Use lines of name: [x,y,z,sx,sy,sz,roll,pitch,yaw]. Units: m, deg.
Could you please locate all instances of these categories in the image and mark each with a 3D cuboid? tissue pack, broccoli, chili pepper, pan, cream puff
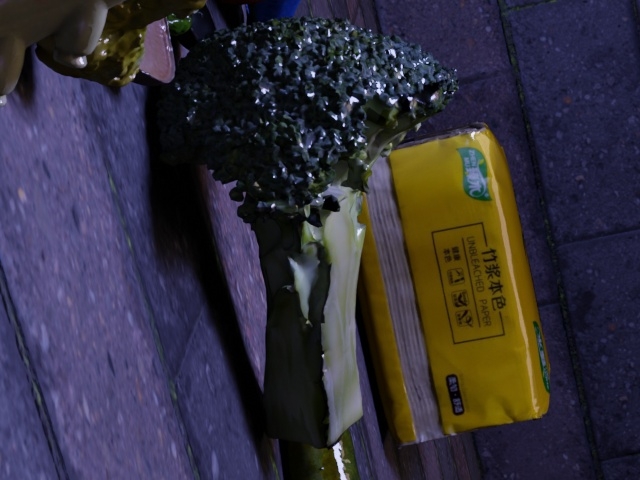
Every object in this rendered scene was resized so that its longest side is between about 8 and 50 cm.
tissue pack: [0.164,0.047,2.192,0.293,0.228,0.382,-50,129,-82]
broccoli: [-0.002,-0.014,1.316,0.361,0.221,0.252,85,7,-49]
chili pepper: [-0.124,-0.184,1.261,0.030,0.034,0.091,47,-7,33]
pan: [-0.117,-0.196,1.324,0.068,0.023,0.115,-90,155,-53]
cream puff: [-0.119,-0.163,0.909,0.121,0.156,0.156,35,33,-30]

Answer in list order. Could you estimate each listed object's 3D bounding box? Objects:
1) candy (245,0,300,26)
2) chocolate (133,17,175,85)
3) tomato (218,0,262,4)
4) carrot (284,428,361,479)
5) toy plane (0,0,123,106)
candy: [-0.048,-0.300,1.565,0.331,0.077,0.187,123,-41,-74]
chocolate: [-0.132,-0.150,1.126,0.064,0.031,0.100,21,52,-59]
tomato: [-0.063,-0.309,1.281,0.260,0.180,0.259,-19,90,-78]
carrot: [0.009,0.228,1.436,0.074,0.074,0.358,57,22,-69]
toy plane: [-0.144,-0.106,0.573,0.092,0.229,0.244,-108,-143,-58]
